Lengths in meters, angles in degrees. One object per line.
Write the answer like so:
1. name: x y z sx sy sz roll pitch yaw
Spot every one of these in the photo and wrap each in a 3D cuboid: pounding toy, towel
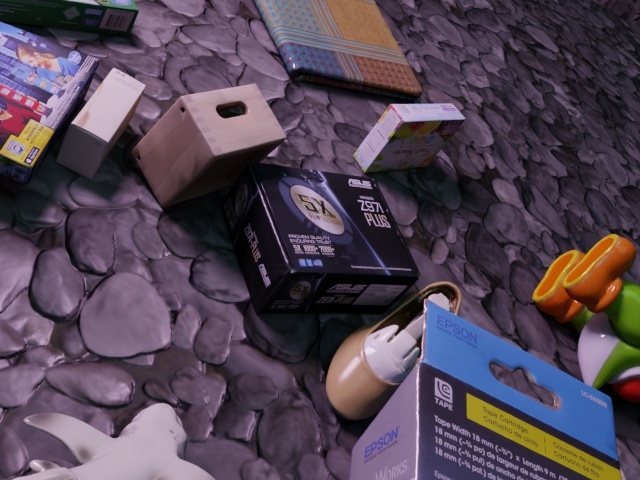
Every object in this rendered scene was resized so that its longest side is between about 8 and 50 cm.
1. pounding toy: -0.122 -0.114 0.835 0.141 0.130 0.100 -24 82 -49
2. towel: -0.003 -0.382 1.252 0.271 0.040 0.370 1 54 -37

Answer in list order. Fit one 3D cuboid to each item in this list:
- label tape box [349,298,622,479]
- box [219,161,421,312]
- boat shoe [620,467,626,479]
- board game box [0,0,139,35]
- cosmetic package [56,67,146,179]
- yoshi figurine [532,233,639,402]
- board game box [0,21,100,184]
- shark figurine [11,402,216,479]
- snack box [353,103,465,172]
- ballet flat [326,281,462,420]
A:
1. label tape box: 0.147 0.247 0.640 0.241 0.106 0.333 29 41 -18
2. box: 0.000 0.000 0.849 0.180 0.077 0.147 5 50 -36
3. boat shoe: 0.265 0.288 0.790 0.065 0.075 0.206 38 43 -7
4. board game box: -0.395 -0.341 0.886 0.317 0.046 0.213 -6 57 -42
5. cosmetic package: -0.228 -0.123 0.800 0.041 0.060 0.115 28 38 -12
6. yoshi figurine: 0.482 0.136 1.024 0.362 0.203 0.203 44 32 0
7. board game box: -0.340 -0.153 0.737 0.194 0.060 0.194 26 40 -15
8. shark figurine: -0.184 0.188 0.509 0.278 0.116 0.166 4 16 -46
9. snack box: 0.125 -0.144 1.071 0.141 0.100 0.037 -10 59 -43
10. ballet flat: 0.085 0.104 0.820 0.080 0.073 0.232 46 39 5
